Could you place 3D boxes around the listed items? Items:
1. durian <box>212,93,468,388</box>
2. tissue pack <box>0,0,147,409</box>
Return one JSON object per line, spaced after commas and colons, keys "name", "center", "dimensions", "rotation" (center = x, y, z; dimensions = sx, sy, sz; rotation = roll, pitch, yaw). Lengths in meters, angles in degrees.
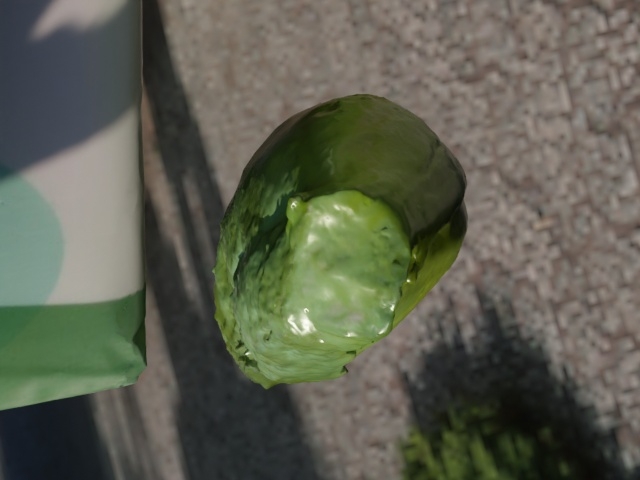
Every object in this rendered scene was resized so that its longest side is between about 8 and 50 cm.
{"name": "durian", "center": [0.000, 0.000, 0.874], "dimensions": [0.101, 0.139, 0.250], "rotation": [41, 172, -9]}
{"name": "tissue pack", "center": [-0.209, -0.102, 0.667], "dimensions": [0.194, 0.266, 0.356], "rotation": [-133, 39, -51]}
